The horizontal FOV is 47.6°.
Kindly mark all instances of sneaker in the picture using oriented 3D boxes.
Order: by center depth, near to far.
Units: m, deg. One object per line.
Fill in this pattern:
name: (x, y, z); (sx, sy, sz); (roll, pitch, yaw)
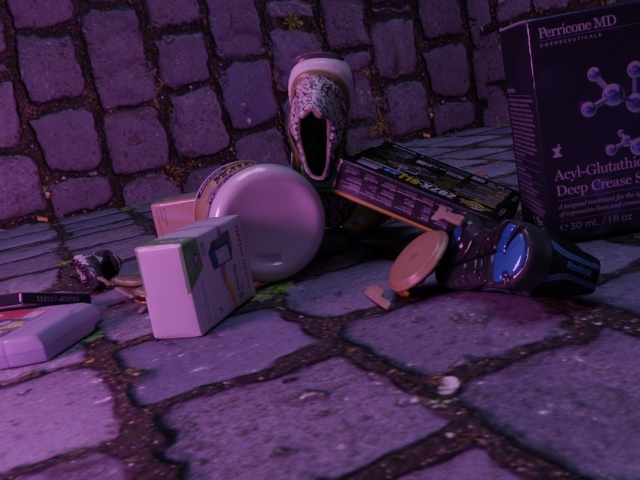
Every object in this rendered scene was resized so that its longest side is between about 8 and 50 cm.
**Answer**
sneaker: (0.275, 0.034, 1.085); (0.139, 0.125, 0.341); (16, 3, -13)
sneaker: (-0.007, -0.159, 1.457); (0.158, 0.410, 0.182); (3, 45, 12)
sneaker: (-0.510, 0.061, 1.677); (0.106, 0.078, 0.234); (-18, 11, -22)

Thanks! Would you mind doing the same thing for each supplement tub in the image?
supplement tub: (-0.139, -0.049, 1.496); (0.228, 0.228, 0.316); (-14, 12, -16)

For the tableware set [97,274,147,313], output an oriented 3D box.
tableware set: (-0.350, 0.103, 1.432); (0.128, 0.039, 0.194); (-4, 11, -36)

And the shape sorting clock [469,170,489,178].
shape sorting clock: (0.384, -0.168, 2.092); (0.206, 0.040, 0.206); (-10, 11, 2)

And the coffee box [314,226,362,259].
coffee box: (0.000, 0.000, 1.604); (0.113, 0.041, 0.184); (-15, 12, -21)

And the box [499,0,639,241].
box: (0.516, -0.222, 1.327); (0.293, 0.396, 0.212); (-10, 11, 3)

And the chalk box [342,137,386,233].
chalk box: (0.091, -0.135, 1.671); (0.132, 0.213, 0.132); (-22, -9, -47)

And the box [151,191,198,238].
box: (-0.261, -0.059, 1.879); (0.311, 0.148, 0.121); (-9, 12, 14)

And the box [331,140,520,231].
box: (0.219, -0.097, 1.450); (0.322, 0.079, 0.257); (24, 26, 18)

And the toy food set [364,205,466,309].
toy food set: (0.159, 0.036, 1.145); (0.192, 0.038, 0.132); (-49, 15, 0)

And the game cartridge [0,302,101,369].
game cartridge: (-0.555, 0.170, 1.249); (0.294, 0.060, 0.196); (-7, 16, 16)

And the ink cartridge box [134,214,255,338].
ink cartridge box: (-0.204, 0.055, 1.224); (0.093, 0.154, 0.212); (-6, 12, 20)

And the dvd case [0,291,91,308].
dvd case: (-0.601, 0.125, 1.414); (0.238, 0.030, 0.179); (-9, -8, 23)

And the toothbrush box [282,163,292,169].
toothbrush box: (-0.086, -0.176, 2.345); (0.216, 0.126, 0.295); (-12, 13, -8)
